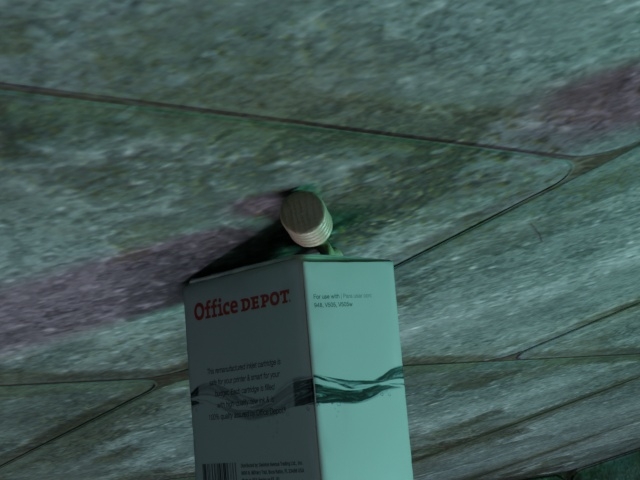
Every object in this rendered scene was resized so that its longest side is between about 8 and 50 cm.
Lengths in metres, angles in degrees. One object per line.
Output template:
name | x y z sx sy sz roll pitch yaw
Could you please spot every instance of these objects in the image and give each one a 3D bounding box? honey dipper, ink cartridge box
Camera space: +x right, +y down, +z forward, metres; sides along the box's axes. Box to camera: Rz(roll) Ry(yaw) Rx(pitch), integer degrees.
honey dipper | 0.000 0.000 0.964 0.030 0.030 0.160 -16 165 5
ink cartridge box | -0.017 0.121 0.987 0.087 0.208 0.153 0 172 -38
